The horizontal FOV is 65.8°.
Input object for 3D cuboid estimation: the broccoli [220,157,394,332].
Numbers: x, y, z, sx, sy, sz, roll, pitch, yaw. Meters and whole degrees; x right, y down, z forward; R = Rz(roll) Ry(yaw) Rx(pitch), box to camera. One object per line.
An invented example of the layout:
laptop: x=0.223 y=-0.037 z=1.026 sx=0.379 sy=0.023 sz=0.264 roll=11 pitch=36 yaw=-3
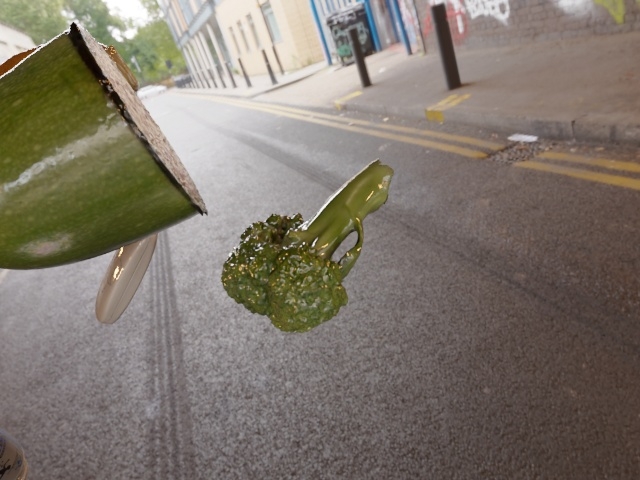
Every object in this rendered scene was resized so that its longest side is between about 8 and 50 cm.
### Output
broccoli: x=-0.019 y=0.028 z=0.825 sx=0.254 sy=0.186 sz=0.302 roll=-10 pitch=23 yaw=44

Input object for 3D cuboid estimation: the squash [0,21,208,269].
squash: x=-0.368 y=-0.083 z=0.697 sx=0.309 sy=0.310 sz=0.310 roll=-34 pitch=24 yaw=-4

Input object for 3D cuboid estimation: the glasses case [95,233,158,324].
glasses case: x=-0.391 y=0.061 z=0.994 sx=0.233 sy=0.059 sz=0.092 roll=-58 pitch=37 yaw=12

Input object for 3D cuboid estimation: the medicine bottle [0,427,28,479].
medicine bottle: x=-0.569 y=0.365 z=0.822 sx=0.107 sy=0.191 sz=0.106 roll=0 pitch=48 yaw=0

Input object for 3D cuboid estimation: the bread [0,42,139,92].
bread: x=-0.640 y=-0.384 z=1.260 sx=0.236 sy=0.183 sz=0.388 roll=-34 pitch=12 yaw=31
